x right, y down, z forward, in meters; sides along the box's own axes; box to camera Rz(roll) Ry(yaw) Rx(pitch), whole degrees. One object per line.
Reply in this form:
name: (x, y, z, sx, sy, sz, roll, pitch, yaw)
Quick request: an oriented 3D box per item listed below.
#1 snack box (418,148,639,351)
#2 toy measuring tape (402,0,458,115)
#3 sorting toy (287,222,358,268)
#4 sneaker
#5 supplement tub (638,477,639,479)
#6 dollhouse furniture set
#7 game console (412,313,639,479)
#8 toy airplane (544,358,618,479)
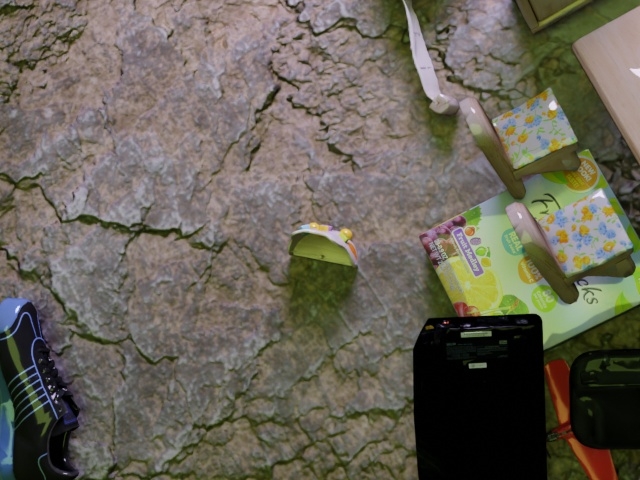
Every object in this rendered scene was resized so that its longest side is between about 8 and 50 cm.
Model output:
snack box: (0.238, 0.027, 1.066, 0.207, 0.070, 0.174, -28, 77, 8)
toy measuring tape: (0.133, -0.314, 1.117, 0.121, 0.121, 0.330, -18, 86, 11)
sorting toy: (0.000, 0.000, 1.124, 0.083, 0.075, 0.044, 11, 86, 14)
sneaker: (-0.339, 0.183, 1.185, 0.091, 0.081, 0.232, -4, 89, 10)
supplement tub: (0.396, 0.310, 0.936, 0.200, 0.144, 0.144, 27, 90, 4)
dollhouse furniture set: (0.290, -0.212, 0.922, 0.362, 0.256, 0.394, -28, 58, 15)
game console: (0.278, 0.179, 1.010, 0.361, 0.044, 0.213, -2, 104, 7)
toy airplane: (0.303, 0.192, 1.049, 0.151, 0.028, 0.151, -1, 84, 13)
